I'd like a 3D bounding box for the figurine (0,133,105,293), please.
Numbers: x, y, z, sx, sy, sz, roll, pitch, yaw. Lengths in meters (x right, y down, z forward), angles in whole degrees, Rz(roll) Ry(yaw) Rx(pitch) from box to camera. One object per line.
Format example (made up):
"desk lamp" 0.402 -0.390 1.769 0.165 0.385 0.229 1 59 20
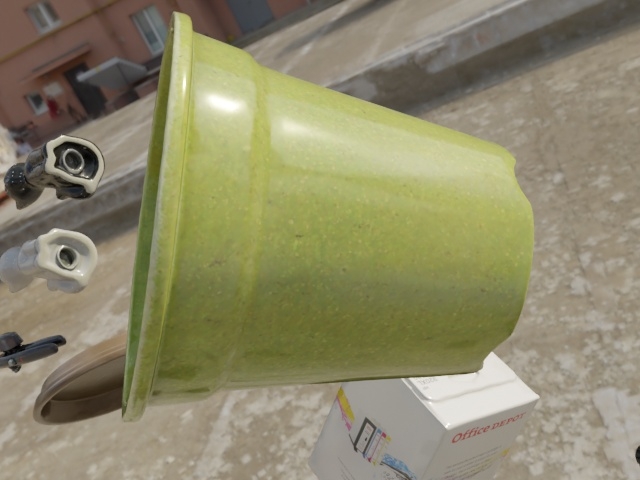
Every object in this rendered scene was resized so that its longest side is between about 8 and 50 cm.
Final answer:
"figurine" -0.404 -0.027 1.089 0.092 0.215 0.209 10 -13 -43

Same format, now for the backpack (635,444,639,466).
"backpack" 0.360 0.224 0.581 0.144 0.188 0.166 -25 -3 -6

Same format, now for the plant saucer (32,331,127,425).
"plant saucer" -0.294 0.197 1.128 0.277 0.041 0.278 -25 -19 -9

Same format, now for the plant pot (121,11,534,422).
"plant pot" 0.000 0.000 0.549 0.253 0.276 0.276 8 14 -15

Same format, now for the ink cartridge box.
"ink cartridge box" 0.123 0.241 0.954 0.171 0.233 0.168 -5 37 -39

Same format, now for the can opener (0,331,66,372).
"can opener" -0.554 0.211 1.427 0.186 0.073 0.059 -10 33 32
